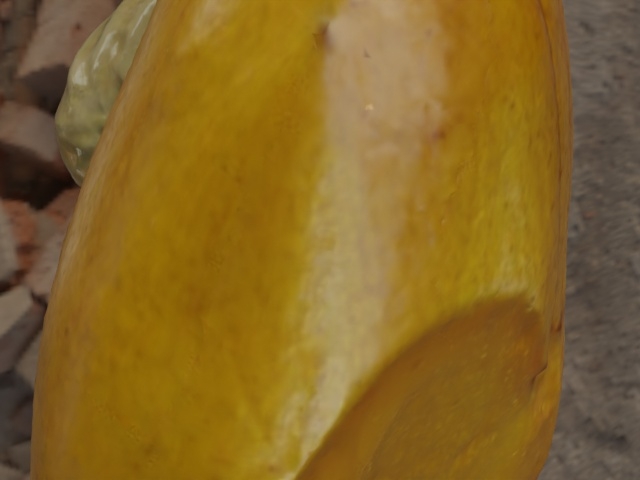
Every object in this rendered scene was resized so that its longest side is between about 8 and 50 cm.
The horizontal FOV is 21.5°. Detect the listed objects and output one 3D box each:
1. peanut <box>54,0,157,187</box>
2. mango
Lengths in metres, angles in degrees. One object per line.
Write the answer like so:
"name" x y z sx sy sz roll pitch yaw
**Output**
"peanut" -0.020 -0.123 0.835 0.111 0.125 0.274 42 82 9
"mango" 0.000 0.000 0.461 0.138 0.187 0.257 26 118 22
